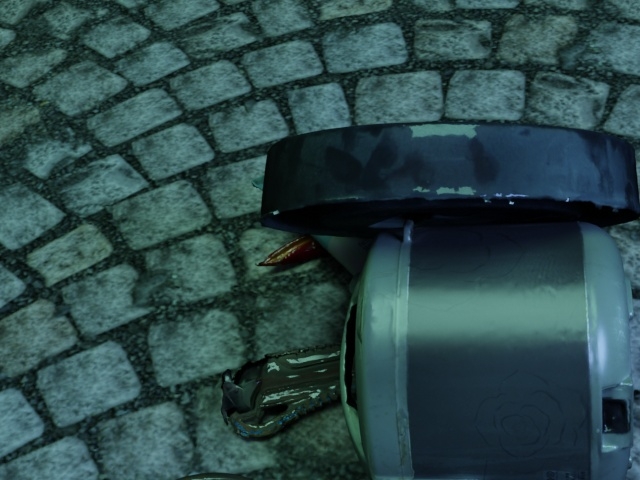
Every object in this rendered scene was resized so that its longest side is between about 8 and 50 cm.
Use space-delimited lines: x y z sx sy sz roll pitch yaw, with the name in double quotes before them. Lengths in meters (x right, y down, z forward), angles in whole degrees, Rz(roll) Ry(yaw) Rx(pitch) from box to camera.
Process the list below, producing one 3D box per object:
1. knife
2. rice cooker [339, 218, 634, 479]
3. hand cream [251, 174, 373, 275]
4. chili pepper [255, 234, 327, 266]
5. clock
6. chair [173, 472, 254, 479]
"knife" 0.069 0.142 1.390 0.365 0.043 0.089 -11 75 -6
"rice cooker" 0.157 0.122 1.224 0.277 0.288 0.288 -3 42 9
"hand cream" 0.046 -0.010 1.511 0.111 0.070 0.312 -27 52 -23
"chili pepper" 0.000 0.000 1.562 0.178 0.027 0.045 -27 57 -19
"clock" 0.128 -0.053 1.281 0.386 0.386 0.076 -1 86 9
"chair" -0.087 0.314 1.115 0.188 0.166 0.272 10 2 -8
